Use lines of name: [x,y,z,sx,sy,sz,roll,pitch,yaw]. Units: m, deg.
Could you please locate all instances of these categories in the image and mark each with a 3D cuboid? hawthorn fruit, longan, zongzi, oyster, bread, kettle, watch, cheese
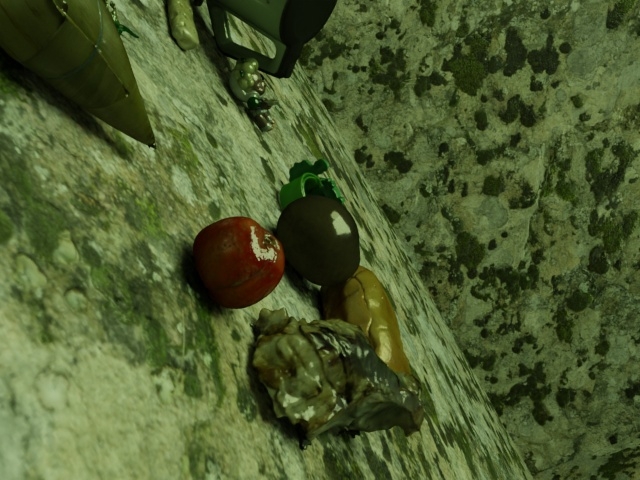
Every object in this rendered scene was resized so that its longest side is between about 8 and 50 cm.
hawthorn fruit: [-0.109,0.025,0.677,0.128,0.128,0.128,55,16,-23]
longan: [0.000,0.000,1.009,0.167,0.168,0.187,-64,133,-73]
zongzi: [-0.290,-0.254,0.618,0.228,0.115,0.256,65,8,32]
oyster: [0.039,0.221,0.763,0.337,0.133,0.197,39,41,-32]
bread: [0.086,0.183,1.013,0.166,0.132,0.294,60,11,-32]
kettle: [-0.176,-0.628,1.284,0.377,0.361,0.250,38,33,12]
watch: [-0.038,-0.101,1.204,0.165,0.131,0.152,63,32,-8]
cheese: [-0.308,-0.493,1.135,0.065,0.043,0.194,46,21,-49]

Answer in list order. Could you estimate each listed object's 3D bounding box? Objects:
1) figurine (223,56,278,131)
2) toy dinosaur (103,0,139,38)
figurine: [-0.163,-0.371,1.296,0.197,0.094,0.147,50,28,-39]
toy dinosaur: [-0.333,-0.345,0.818,0.120,0.029,0.060,30,49,-73]
